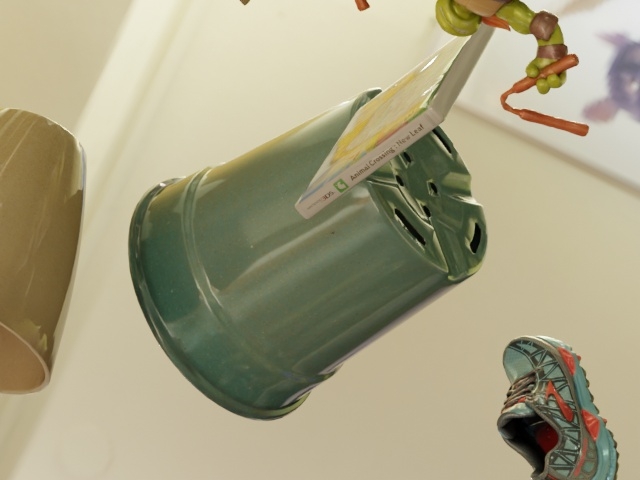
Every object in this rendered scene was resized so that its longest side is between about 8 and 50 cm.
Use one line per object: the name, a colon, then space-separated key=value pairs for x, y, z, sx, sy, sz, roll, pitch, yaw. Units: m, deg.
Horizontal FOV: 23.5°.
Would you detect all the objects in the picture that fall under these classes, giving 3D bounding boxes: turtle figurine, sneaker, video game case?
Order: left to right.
video game case: x=0.076 y=-0.125 z=1.538 sx=0.193 sy=0.023 sz=0.212 roll=-35 pitch=14 yaw=35
turtle figurine: x=0.148 y=-0.211 z=1.211 sx=0.087 sy=0.269 sz=0.217 roll=-49 pitch=-1 yaw=-30
sneaker: x=0.274 y=0.207 z=1.922 sx=0.104 sy=0.125 sz=0.262 roll=-65 pitch=30 yaw=30

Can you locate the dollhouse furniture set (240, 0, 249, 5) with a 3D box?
dollhouse furniture set: x=-0.060 y=-0.356 z=1.586 sx=0.151 sy=0.123 sz=0.144 roll=-36 pitch=24 yaw=16

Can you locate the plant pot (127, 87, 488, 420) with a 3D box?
plant pot: x=0.000 y=0.000 z=1.879 sx=0.334 sy=0.341 sz=0.341 roll=-31 pitch=12 yaw=32

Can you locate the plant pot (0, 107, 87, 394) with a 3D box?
plant pot: x=-0.375 y=-0.006 z=1.746 sx=0.256 sy=0.256 sz=0.274 roll=104 pitch=-175 yaw=-63
